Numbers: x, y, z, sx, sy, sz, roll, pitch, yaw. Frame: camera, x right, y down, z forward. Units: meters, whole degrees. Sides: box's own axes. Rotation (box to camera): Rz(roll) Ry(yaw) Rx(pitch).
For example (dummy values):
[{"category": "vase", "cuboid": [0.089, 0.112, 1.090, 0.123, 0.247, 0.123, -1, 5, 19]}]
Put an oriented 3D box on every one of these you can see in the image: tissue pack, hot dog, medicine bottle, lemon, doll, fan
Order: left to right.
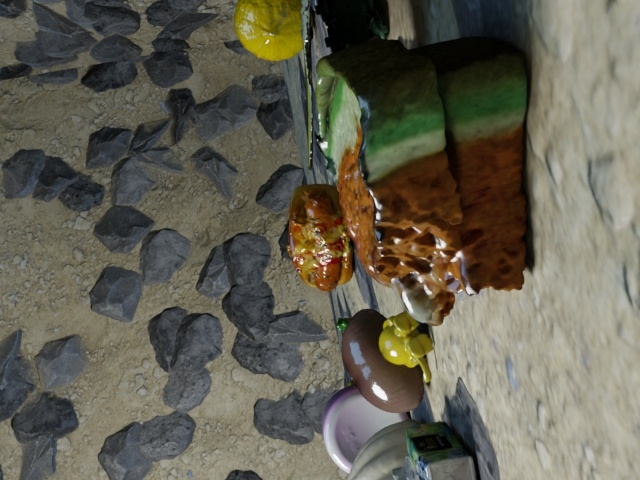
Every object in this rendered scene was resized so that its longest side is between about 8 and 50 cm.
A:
[{"category": "lemon", "cuboid": [-0.102, -0.476, 1.403, 0.193, 0.180, 0.181, -53, -39, -53]}, {"category": "fan", "cuboid": [-0.012, -0.182, 0.593, 0.335, 0.011, 0.230, -113, 22, -88]}, {"category": "hot dog", "cuboid": [0.000, 0.000, 1.523, 0.153, 0.150, 0.257, -76, -23, -75]}, {"category": "medicine bottle", "cuboid": [0.077, 0.339, 1.189, 0.254, 0.152, 0.152, 88, 170, -80]}, {"category": "doll", "cuboid": [0.098, 0.157, 0.850, 0.188, 0.096, 0.145, -14, 102, 62]}, {"category": "tissue pack", "cuboid": [0.123, 0.261, 0.715, 0.111, 0.079, 0.085, -136, 36, -85]}]

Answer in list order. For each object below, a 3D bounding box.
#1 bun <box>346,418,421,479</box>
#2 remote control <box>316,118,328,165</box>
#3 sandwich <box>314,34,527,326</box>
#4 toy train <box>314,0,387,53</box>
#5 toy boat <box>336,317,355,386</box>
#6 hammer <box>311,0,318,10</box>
[{"category": "bun", "cuboid": [0.092, 0.399, 0.931, 0.263, 0.175, 0.263, 168, 90, -88]}, {"category": "remote control", "cuboid": [0.041, -0.132, 0.931, 0.335, 0.065, 0.128, -115, 5, -79]}, {"category": "sandwich", "cuboid": [0.069, -0.049, 0.467, 0.292, 0.109, 0.212, 82, 171, -77]}, {"category": "toy train", "cuboid": [0.032, -0.253, 0.739, 0.111, 0.071, 0.171, 65, -167, -73]}, {"category": "toy boat", "cuboid": [0.082, 0.241, 1.331, 0.089, 0.088, 0.230, -107, 7, -55]}, {"category": "hammer", "cuboid": [-0.022, -0.527, 1.055, 0.137, 0.037, 0.290, -111, 10, -65]}]
